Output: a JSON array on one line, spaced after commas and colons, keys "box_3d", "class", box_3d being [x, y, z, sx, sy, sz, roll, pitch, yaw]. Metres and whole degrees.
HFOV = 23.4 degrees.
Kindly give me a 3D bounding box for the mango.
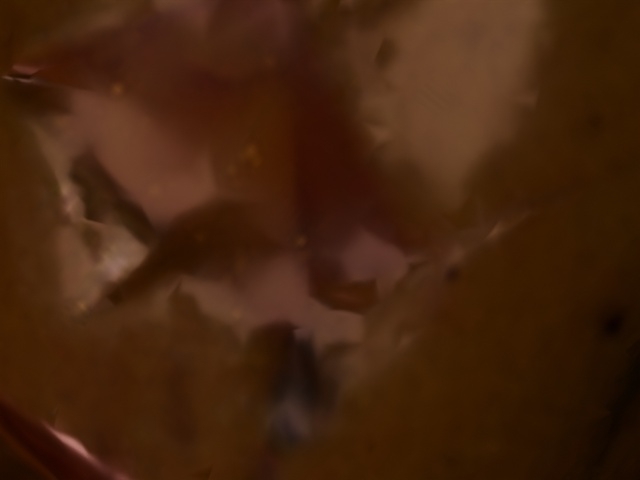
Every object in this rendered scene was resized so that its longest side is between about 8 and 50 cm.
[{"box_3d": [0.000, 0.000, 0.438, 0.253, 0.182, 0.365, 25, 95, 16], "class": "mango"}]
